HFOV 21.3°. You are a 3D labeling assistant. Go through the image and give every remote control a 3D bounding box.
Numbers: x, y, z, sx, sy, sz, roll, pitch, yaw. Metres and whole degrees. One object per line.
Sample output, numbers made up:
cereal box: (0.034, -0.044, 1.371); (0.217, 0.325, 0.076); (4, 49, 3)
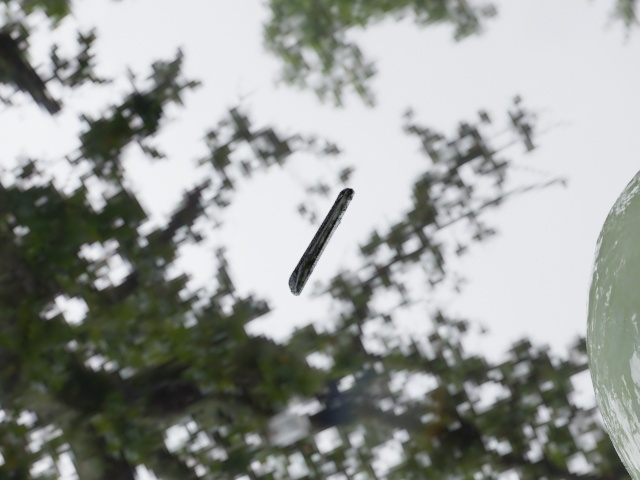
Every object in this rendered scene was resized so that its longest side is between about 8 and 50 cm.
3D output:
remote control: (0.000, 0.000, 1.342); (0.014, 0.096, 0.039); (30, 180, 5)

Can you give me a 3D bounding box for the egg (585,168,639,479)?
egg: (0.213, 0.050, 0.748); (0.186, 0.186, 0.253); (39, -154, -33)
